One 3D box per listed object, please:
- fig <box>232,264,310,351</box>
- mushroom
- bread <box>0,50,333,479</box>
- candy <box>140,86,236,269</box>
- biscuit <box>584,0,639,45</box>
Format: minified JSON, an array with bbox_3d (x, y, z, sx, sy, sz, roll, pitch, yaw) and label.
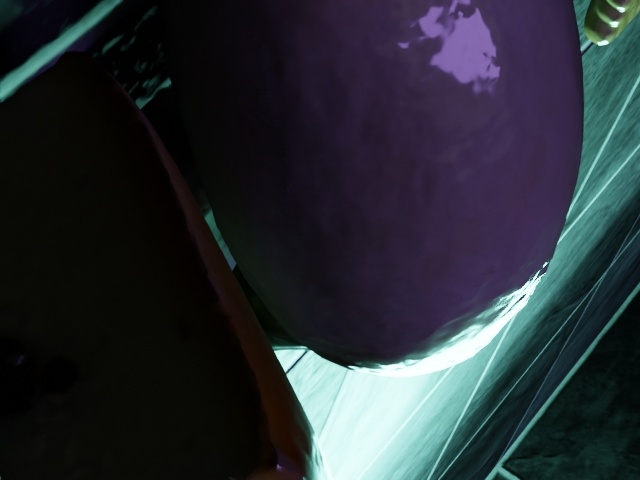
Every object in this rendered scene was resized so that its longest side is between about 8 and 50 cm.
[{"bbox_3d":[0.000,0.000,0.784,0.177,0.117,0.117,-45,174,28],"label":"fig"},{"bbox_3d":[0.012,-0.061,0.569,0.128,0.128,0.350,-52,158,-14],"label":"mushroom"},{"bbox_3d":[-0.035,0.097,0.641,0.077,0.138,0.361,-26,150,-6],"label":"bread"},{"bbox_3d":[-0.054,-0.006,0.690,0.103,0.043,0.103,-54,168,-17],"label":"candy"},{"bbox_3d":[0.232,-0.237,1.207,0.160,0.030,0.250,-49,167,-30],"label":"biscuit"}]
